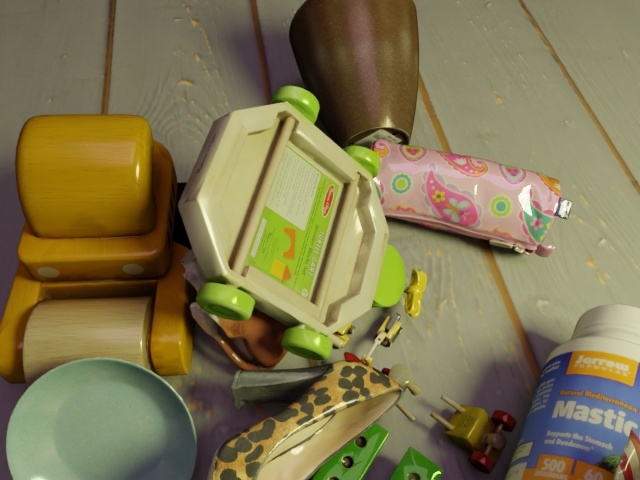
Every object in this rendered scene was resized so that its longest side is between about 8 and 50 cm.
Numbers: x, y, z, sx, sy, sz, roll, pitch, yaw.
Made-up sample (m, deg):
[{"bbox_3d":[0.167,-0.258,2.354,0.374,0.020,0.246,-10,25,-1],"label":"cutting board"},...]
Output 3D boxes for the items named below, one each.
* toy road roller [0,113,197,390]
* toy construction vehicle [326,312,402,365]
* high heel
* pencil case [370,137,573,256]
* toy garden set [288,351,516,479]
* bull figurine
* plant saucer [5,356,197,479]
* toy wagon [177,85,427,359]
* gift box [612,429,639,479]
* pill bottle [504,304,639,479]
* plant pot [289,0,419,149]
[{"bbox_3d":[-0.263,0.001,0.669,0.203,0.240,0.329,-2,55,-4],"label":"toy road roller"},{"bbox_3d":[0.059,0.106,0.737,0.086,0.035,0.098,33,60,19],"label":"toy construction vehicle"},{"bbox_3d":[-0.006,0.223,0.542,0.186,0.093,0.261,-3,39,5],"label":"high heel"},{"bbox_3d":[0.197,-0.062,0.813,0.284,0.124,0.124,15,55,6],"label":"pencil case"},{"bbox_3d":[0.084,0.237,0.642,0.244,0.049,0.204,31,61,18],"label":"toy garden set"},{"bbox_3d":[-0.059,0.008,0.725,0.101,0.188,0.310,-10,53,39],"label":"bull figurine"},{"bbox_3d":[-0.227,0.212,0.601,0.195,0.037,0.194,-1,97,-4],"label":"plant saucer"},{"bbox_3d":[0.000,0.000,0.664,0.068,0.344,0.267,-9,55,45],"label":"toy wagon"},{"bbox_3d":[0.381,0.241,0.394,0.255,0.258,0.276,10,48,-28],"label":"gift box"},{"bbox_3d":[0.304,0.201,0.607,0.152,0.152,0.272,26,53,15],"label":"pill bottle"},{"bbox_3d":[0.069,-0.248,0.902,0.216,0.215,0.230,-5,68,-7],"label":"plant pot"}]
